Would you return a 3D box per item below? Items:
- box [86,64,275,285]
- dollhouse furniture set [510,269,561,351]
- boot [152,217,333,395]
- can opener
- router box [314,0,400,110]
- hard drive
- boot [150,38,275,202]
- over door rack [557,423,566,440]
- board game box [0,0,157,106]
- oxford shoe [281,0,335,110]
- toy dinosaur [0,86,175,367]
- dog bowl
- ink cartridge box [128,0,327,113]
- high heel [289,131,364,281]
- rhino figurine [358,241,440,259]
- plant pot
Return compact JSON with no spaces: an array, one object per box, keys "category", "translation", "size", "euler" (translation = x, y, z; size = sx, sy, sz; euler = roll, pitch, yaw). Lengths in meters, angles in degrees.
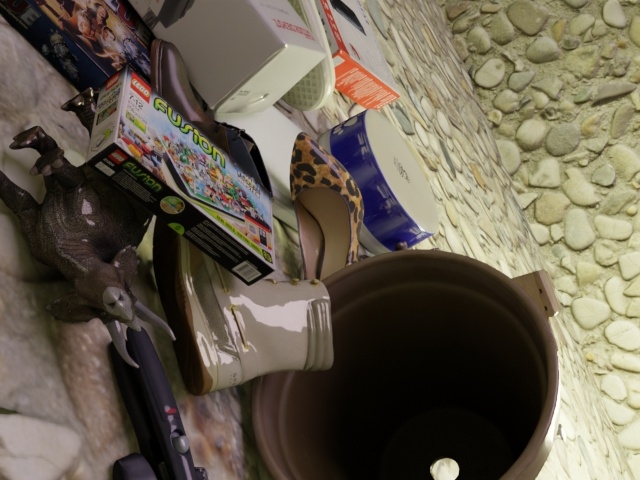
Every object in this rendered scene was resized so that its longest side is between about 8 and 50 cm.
[{"category":"box","translation":[-0.122,-0.056,0.723],"size":[0.207,0.036,0.114],"euler":[41,29,-38]},{"category":"dollhouse furniture set","translation":[0.295,0.178,1.295],"size":[0.303,0.286,0.198],"euler":[0,73,-61]},{"category":"boot","translation":[-0.080,0.046,0.812],"size":[0.165,0.077,0.213],"euler":[-4,67,-31]},{"category":"can opener","translation":[-0.143,0.159,0.668],"size":[0.073,0.059,0.186],"euler":[22,45,-56]},{"category":"router box","translation":[0.026,-0.477,1.696],"size":[0.301,0.082,0.335],"euler":[16,50,-60]},{"category":"hard drive","translation":[-0.075,-0.126,1.151],"size":[0.307,0.040,0.203],"euler":[33,36,-48]},{"category":"boot","translation":[-0.123,-0.127,0.886],"size":[0.082,0.106,0.219],"euler":[-68,148,-73]},{"category":"over door rack","translation":[0.358,0.498,1.247],"size":[0.239,0.108,0.324],"euler":[57,44,-11]},{"category":"board game box","translation":[-0.265,-0.246,0.879],"size":[0.243,0.042,0.165],"euler":[47,27,-32]},{"category":"oxford shoe","translation":[-0.077,-0.423,1.302],"size":[0.130,0.169,0.449],"euler":[-14,72,-46]},{"category":"toy dinosaur","translation":[-0.209,-0.035,0.714],"size":[0.313,0.121,0.160],"euler":[-93,159,-55]},{"category":"dog bowl","translation":[0.110,-0.106,1.433],"size":[0.265,0.104,0.265],"euler":[46,28,-34]},{"category":"ink cartridge box","translation":[-0.149,-0.326,1.007],"size":[0.307,0.129,0.223],"euler":[53,17,0]},{"category":"high heel","translation":[0.000,0.000,1.042],"size":[0.186,0.093,0.261],"euler":[-65,141,-55]},{"category":"rhino figurine","translation":[0.148,0.060,1.348],"size":[0.243,0.073,0.106],"euler":[6,46,-46]},{"category":"plant pot","translation":[0.118,0.219,0.897],"size":[0.280,0.323,0.323],"euler":[64,15,-48]}]
